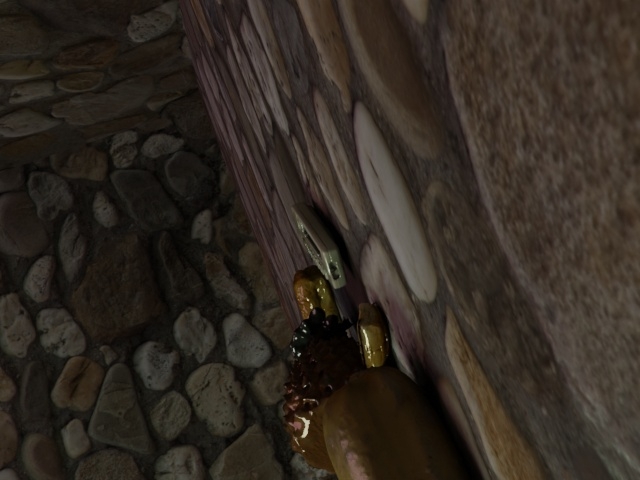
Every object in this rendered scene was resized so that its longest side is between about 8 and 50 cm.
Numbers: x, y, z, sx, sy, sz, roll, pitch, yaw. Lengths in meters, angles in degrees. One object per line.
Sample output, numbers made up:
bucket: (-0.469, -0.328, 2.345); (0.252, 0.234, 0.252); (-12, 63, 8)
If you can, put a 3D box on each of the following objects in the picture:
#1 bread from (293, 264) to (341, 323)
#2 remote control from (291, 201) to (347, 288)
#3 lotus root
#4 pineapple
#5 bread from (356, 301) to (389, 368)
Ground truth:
bread: (-0.004, 0.163, 1.692); (0.114, 0.083, 0.210); (-126, 19, -75)
remote control: (-0.001, 0.000, 1.380); (0.230, 0.049, 0.090); (-123, 16, -58)
lotus root: (0.119, 0.335, 1.015); (0.151, 0.169, 0.342); (72, 172, -61)
pineapple: (0.024, 0.246, 1.375); (0.357, 0.223, 0.222); (-103, -2, -60)
bread: (0.088, 0.161, 1.206); (0.072, 0.053, 0.105); (-81, -18, -56)
